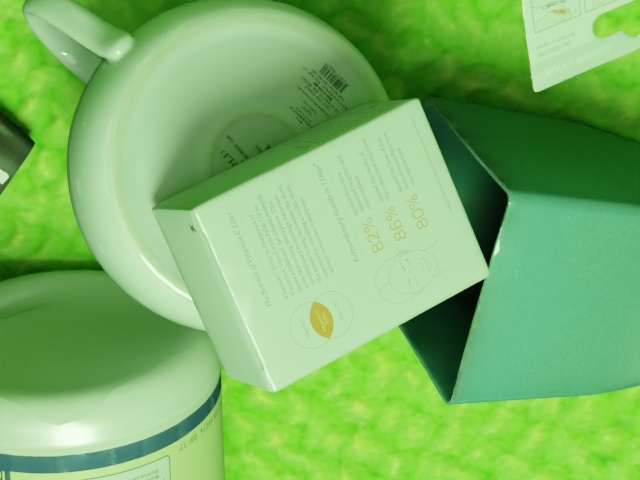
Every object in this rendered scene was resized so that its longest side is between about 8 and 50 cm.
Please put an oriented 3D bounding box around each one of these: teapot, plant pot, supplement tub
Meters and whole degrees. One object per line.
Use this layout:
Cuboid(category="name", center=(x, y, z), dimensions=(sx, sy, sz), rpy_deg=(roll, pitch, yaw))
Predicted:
Cuboid(category="teapot", center=(-0.078, -0.057, 1.202), dimensions=(0.253, 0.187, 0.256), rpy_deg=(-4, 95, -22))
Cuboid(category="plant pot", center=(0.190, 0.009, 1.212), dimensions=(0.234, 0.165, 0.165), rpy_deg=(2, 117, -20))
Cuboid(category="supplement tub", center=(-0.190, 0.211, 1.299), dimensions=(0.235, 0.235, 0.324), rpy_deg=(1, 115, 3))

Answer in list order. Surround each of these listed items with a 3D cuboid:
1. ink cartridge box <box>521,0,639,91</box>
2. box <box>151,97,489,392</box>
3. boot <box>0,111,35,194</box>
Cuboid(category="ink cartridge box", center=(0.186, -0.241, 1.115), dimensions=(0.189, 0.066, 0.232), rpy_deg=(-24, 124, -22))
Cuboid(category="box", center=(0.000, 0.000, 1.086), dimensions=(0.170, 0.091, 0.130), rpy_deg=(-27, 102, -19))
Cuboid(category="boot", center=(-0.401, -0.057, 1.263), dimensions=(0.280, 0.096, 0.264), rpy_deg=(35, 113, -11))
